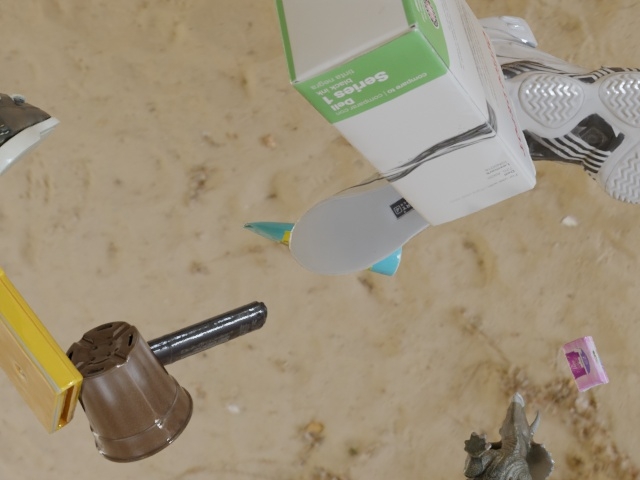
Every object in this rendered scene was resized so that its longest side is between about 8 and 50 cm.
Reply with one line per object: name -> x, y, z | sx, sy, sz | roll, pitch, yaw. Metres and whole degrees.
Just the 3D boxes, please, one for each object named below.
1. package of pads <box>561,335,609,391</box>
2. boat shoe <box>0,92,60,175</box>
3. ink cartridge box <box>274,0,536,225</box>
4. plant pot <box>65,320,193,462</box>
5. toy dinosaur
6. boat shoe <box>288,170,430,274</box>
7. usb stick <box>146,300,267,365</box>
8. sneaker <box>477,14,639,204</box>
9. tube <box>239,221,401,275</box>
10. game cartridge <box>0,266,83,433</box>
package of pads -> 0.435, 0.203, 1.786 | 0.050, 0.032, 0.083 | -30, 71, 34
boat shoe -> -0.379, -0.132, 1.275 | 0.114, 0.302, 0.091 | -43, 103, -4
ink cartridge box -> 0.059, -0.129, 0.766 | 0.093, 0.219, 0.160 | -23, 56, 19
plant pot -> -0.302, 0.224, 1.665 | 0.167, 0.167, 0.165 | -1, 129, 28
toy dinosaur -> 0.188, 0.329, 1.327 | 0.121, 0.160, 0.313 | 34, 81, 30
boat shoe -> 0.087, -0.045, 1.270 | 0.268, 0.088, 0.096 | -33, 91, 22
usb stick -> -0.225, 0.177, 1.975 | 0.045, 0.278, 0.077 | 57, 152, 27
sneaker -> 0.256, -0.148, 1.130 | 0.366, 0.210, 0.137 | 5, 121, 0
tube -> 0.000, 0.000, 1.404 | 0.207, 0.080, 0.052 | 12, 79, -10
game cartridge -> -0.475, 0.125, 1.638 | 0.323, 0.053, 0.285 | 54, 155, 8
